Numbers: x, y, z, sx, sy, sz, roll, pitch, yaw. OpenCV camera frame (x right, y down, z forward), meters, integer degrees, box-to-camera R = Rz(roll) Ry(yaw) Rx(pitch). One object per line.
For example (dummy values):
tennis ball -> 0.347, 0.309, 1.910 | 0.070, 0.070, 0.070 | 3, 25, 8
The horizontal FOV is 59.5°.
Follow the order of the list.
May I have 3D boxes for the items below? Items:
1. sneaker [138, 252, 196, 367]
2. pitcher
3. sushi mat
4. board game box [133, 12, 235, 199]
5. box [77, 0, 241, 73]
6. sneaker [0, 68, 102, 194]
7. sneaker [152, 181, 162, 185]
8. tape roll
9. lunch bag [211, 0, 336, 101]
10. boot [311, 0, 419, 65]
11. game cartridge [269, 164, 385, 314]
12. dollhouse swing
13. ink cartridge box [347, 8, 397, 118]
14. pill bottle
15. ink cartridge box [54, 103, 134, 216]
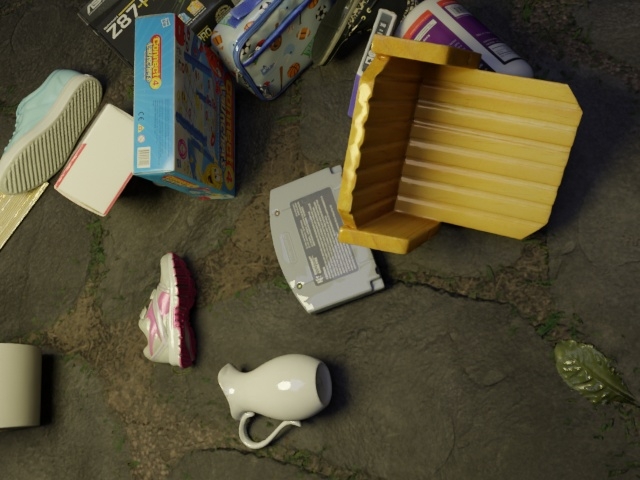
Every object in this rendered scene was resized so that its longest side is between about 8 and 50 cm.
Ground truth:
sneaker -> -0.338, 0.150, 1.209 | 0.111, 0.103, 0.252 | -7, 72, 10
pitcher -> -0.082, 0.316, 1.100 | 0.207, 0.125, 0.177 | -12, 92, 21
sushi mat -> -0.835, -0.055, 1.435 | 0.152, 0.019, 0.316 | 32, 84, 19
board game box -> -0.275, -0.260, 1.181 | 0.086, 0.302, 0.307 | -2, 85, 13
box -> -0.386, -0.614, 1.446 | 0.395, 0.097, 0.318 | -44, 66, -1
sneaker -> -0.711, -0.280, 1.416 | 0.150, 0.135, 0.365 | 24, 70, 20
sneaker -> -0.357, -0.260, 1.352 | 0.115, 0.105, 0.281 | 3, 72, 38
tape roll -> -0.722, 0.320, 1.179 | 0.246, 0.246, 0.169 | -11, 73, 11
lunch bag -> -0.096, -0.469, 1.254 | 0.115, 0.243, 0.303 | 40, 86, 21
boot -> 0.101, -0.477, 1.262 | 0.236, 0.179, 0.085 | -57, 41, 26
game cartridge -> 0.000, 0.000, 1.197 | 0.196, 0.060, 0.294 | -19, 70, 4
dollhouse swing -> 0.248, -0.142, 0.966 | 0.305, 0.315, 0.346 | 20, 112, 24
ink cartridge box -> 0.099, -0.341, 1.188 | 0.045, 0.206, 0.208 | 18, 79, 2
pill bottle -> 0.303, -0.340, 1.152 | 0.182, 0.181, 0.323 | -38, 69, 1
ink cartridge box -> -0.473, -0.187, 1.237 | 0.207, 0.117, 0.283 | -57, 25, -1
